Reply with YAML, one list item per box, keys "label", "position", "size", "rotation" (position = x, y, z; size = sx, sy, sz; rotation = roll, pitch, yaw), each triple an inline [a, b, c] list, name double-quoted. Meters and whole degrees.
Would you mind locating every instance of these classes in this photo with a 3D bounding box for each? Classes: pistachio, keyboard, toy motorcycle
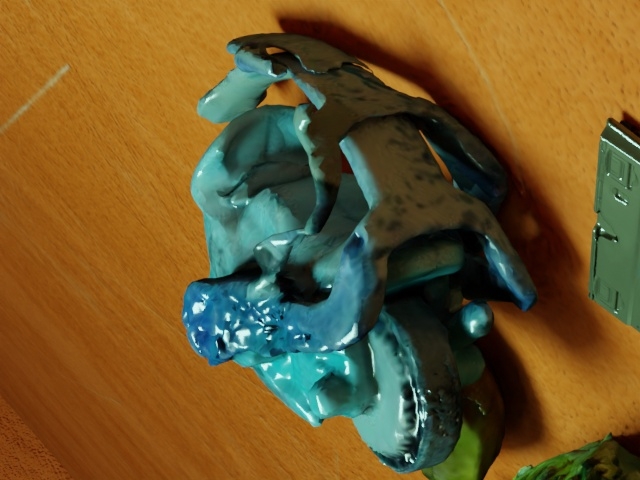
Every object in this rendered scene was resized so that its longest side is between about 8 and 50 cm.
- label: "pistachio"
  position: [0.083, 0.106, 1.001]
  size: [0.173, 0.049, 0.089]
  rotation: [85, 177, -66]
- label: "keyboard"
  position: [0.138, 0.000, 0.729]
  size: [0.049, 0.015, 0.129]
  rotation: [37, 157, 27]
- label: "toy motorcycle"
  position: [0.000, 0.000, 0.887]
  size: [0.260, 0.154, 0.206]
  rotation: [30, 129, 58]

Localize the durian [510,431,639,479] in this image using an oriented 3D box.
- label: "durian"
  position: [0.126, 0.168, 0.900]
  size: [0.106, 0.132, 0.375]
  rotation: [64, 169, 6]
